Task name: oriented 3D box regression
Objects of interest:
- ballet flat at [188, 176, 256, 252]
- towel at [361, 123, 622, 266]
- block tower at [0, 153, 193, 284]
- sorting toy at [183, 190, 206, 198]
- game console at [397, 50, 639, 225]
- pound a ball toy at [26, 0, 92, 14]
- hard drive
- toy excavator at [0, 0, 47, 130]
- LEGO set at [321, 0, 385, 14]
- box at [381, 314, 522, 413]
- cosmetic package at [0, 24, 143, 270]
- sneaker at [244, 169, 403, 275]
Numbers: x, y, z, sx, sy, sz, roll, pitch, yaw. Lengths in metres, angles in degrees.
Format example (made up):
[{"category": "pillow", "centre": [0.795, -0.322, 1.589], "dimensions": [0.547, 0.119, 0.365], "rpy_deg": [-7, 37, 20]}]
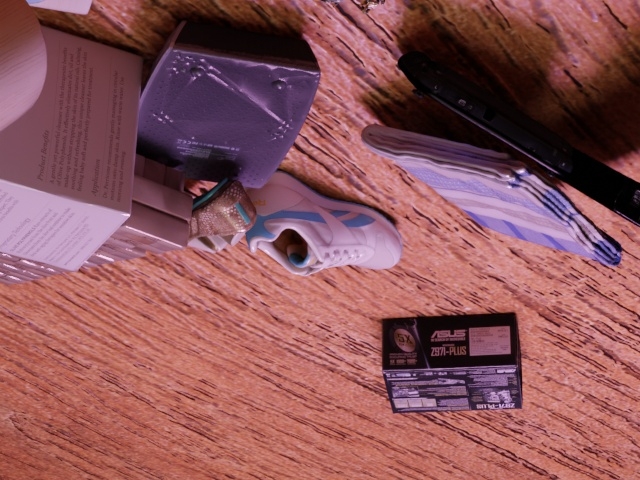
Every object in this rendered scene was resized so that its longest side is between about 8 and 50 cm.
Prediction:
[{"category": "ballet flat", "centre": [-0.123, -0.018, 2.007], "dimensions": [0.067, 0.073, 0.206], "rpy_deg": [50, 163, -7]}, {"category": "towel", "centre": [0.188, -0.046, 1.964], "dimensions": [0.209, 0.034, 0.285], "rpy_deg": [17, 170, 36]}, {"category": "block tower", "centre": [-0.283, -0.021, 2.009], "dimensions": [0.335, 0.091, 0.097], "rpy_deg": [-10, 157, 43]}, {"category": "sorting toy", "centre": [-0.159, -0.045, 2.104], "dimensions": [0.083, 0.012, 0.062], "rpy_deg": [-20, 145, 34]}, {"category": "game console", "centre": [0.228, -0.094, 1.868], "dimensions": [0.361, 0.044, 0.213], "rpy_deg": [30, -175, -20]}, {"category": "pound a ball toy", "centre": [-0.335, -0.294, 1.511], "dimensions": [0.319, 0.136, 0.208], "rpy_deg": [8, 151, -14]}, {"category": "hard drive", "centre": [-0.105, -0.139, 1.880], "dimensions": [0.172, 0.054, 0.254], "rpy_deg": [8, 153, -13]}, {"category": "toy excavator", "centre": [-0.475, -0.191, 1.421], "dimensions": [0.445, 0.222, 0.433], "rpy_deg": [-29, 99, 39]}, {"category": "LEGO set", "centre": [0.026, -0.234, 1.731], "dimensions": [0.083, 0.023, 0.054], "rpy_deg": [15, 149, -24]}, {"category": "box", "centre": [0.177, 0.166, 2.423], "dimensions": [0.180, 0.077, 0.147], "rpy_deg": [-3, 152, 8]}, {"category": "cosmetic package", "centre": [-0.370, -0.123, 1.772], "dimensions": [0.365, 0.197, 0.155], "rpy_deg": [16, 149, -24]}, {"category": "sneaker", "centre": [0.000, 0.000, 2.101], "dimensions": [0.229, 0.092, 0.087], "rpy_deg": [20, 145, -34]}]
